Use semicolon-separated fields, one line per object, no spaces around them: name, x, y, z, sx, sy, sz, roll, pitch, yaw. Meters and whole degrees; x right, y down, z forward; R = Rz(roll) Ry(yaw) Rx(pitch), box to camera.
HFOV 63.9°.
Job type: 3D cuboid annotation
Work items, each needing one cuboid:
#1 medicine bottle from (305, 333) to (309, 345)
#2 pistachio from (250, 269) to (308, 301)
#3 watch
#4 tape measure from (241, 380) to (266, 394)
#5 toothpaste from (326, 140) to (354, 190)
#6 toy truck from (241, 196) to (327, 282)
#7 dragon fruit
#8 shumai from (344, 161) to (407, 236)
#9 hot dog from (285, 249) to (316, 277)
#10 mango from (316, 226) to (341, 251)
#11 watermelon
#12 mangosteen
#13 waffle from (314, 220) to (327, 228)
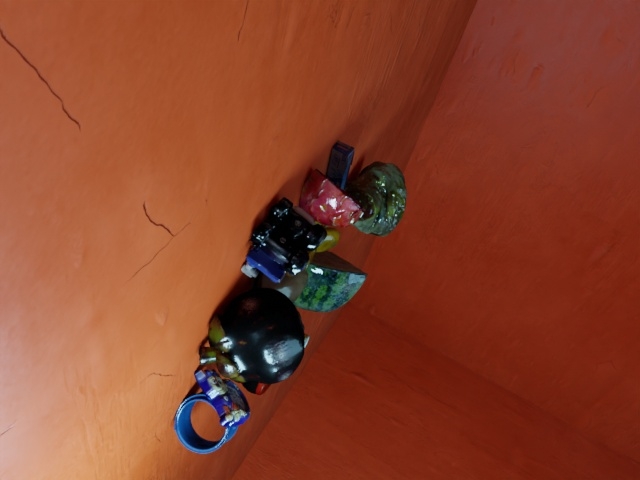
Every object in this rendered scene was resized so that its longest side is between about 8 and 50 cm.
medicine bottle;-0.142;0.268;1.579;0.074;0.218;0.074;-58;168;-21
pistachio;-0.123;0.124;1.557;0.138;0.153;0.238;-21;-171;31
watch;-0.322;0.502;1.487;0.200;0.196;0.171;-41;159;4
tape measure;-0.214;0.497;2.078;0.260;0.114;0.253;-60;168;-10
toothpaste;0.053;-0.206;1.705;0.053;0.066;0.272;-54;166;-36
toy truck;-0.105;0.011;1.366;0.213;0.161;0.177;-55;-173;-35
dragon fruit;0.036;-0.109;1.591;0.189;0.162;0.262;-23;163;18
shumai;0.165;-0.159;2.056;0.264;0.304;0.309;-8;94;-42
hot dog;-0.069;0.029;1.542;0.072;0.109;0.269;-52;-173;27
mango;0.000;0.000;1.860;0.188;0.066;0.101;-12;145;-38
watermelon;0.030;0.155;2.025;0.292;0.250;0.283;-46;166;-47
mangosteen;-0.184;0.263;1.397;0.287;0.288;0.233;100;-7;-57
waffle;0.026;-0.101;1.907;0.191;0.038;0.191;-56;167;-19
